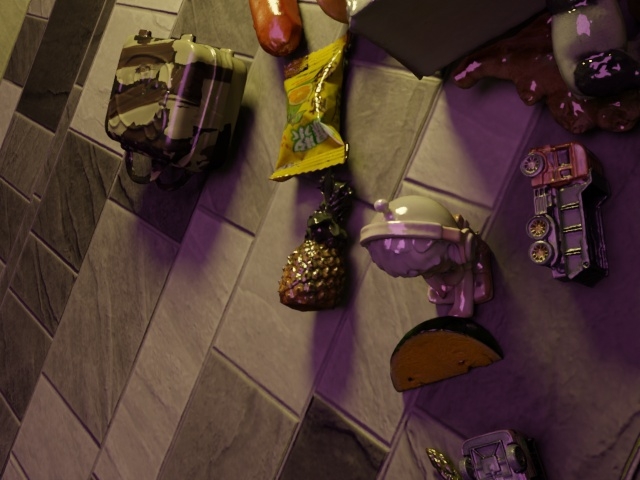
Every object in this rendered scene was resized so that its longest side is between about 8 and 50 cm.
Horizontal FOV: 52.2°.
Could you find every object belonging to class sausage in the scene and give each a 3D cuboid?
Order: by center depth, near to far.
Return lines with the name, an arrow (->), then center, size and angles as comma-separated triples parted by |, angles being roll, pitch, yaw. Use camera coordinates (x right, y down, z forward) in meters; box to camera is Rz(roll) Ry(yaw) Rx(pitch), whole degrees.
sausage -> -0.105, -0.532, 1.405 | 0.097, 0.094, 0.349 | -23, 61, 21

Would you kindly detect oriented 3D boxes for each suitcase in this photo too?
suitcase -> -0.334, -0.281, 1.473 | 0.351, 0.193, 0.340 | 21, 99, 44

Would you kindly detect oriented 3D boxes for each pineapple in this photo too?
pineapple -> 0.000, 0.000, 1.151 | 0.125, 0.125, 0.252 | 1, 73, 42

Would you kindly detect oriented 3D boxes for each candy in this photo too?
candy -> -0.013, -0.251, 1.251 | 0.187, 0.081, 0.298 | -15, 57, 38

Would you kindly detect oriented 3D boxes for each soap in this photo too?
soap -> 0.255, -0.491, 0.959 | 0.435, 0.212, 0.351 | -24, 50, 35

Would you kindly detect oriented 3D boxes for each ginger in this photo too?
ginger -> 0.353, -0.240, 0.917 | 0.333, 0.080, 0.166 | 34, 90, 44

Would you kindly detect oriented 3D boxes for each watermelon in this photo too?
watermelon -> 0.166, 0.159, 0.968 | 0.181, 0.075, 0.092 | -25, 66, 33

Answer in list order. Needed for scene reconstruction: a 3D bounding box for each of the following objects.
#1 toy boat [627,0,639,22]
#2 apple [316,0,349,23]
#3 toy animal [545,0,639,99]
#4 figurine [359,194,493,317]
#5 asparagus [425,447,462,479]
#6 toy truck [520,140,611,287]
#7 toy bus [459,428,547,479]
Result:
toy boat -> 0.456, -0.291, 0.821 | 0.077, 0.057, 0.201 | -22, 41, 9
apple -> 0.058, -0.481, 1.225 | 0.146, 0.146, 0.147 | -14, 69, 39
toy animal -> 0.342, -0.282, 0.805 | 0.121, 0.094, 0.225 | -13, 92, 27
figurine -> 0.148, 0.018, 0.924 | 0.162, 0.236, 0.141 | -3, 68, 39
asparagus -> 0.210, 0.387, 0.895 | 0.034, 0.027, 0.236 | -36, 56, 16
toy truck -> 0.331, -0.036, 0.871 | 0.092, 0.083, 0.192 | -13, 70, 39
toy bus -> 0.248, 0.335, 0.832 | 0.086, 0.098, 0.179 | -29, 63, 34
